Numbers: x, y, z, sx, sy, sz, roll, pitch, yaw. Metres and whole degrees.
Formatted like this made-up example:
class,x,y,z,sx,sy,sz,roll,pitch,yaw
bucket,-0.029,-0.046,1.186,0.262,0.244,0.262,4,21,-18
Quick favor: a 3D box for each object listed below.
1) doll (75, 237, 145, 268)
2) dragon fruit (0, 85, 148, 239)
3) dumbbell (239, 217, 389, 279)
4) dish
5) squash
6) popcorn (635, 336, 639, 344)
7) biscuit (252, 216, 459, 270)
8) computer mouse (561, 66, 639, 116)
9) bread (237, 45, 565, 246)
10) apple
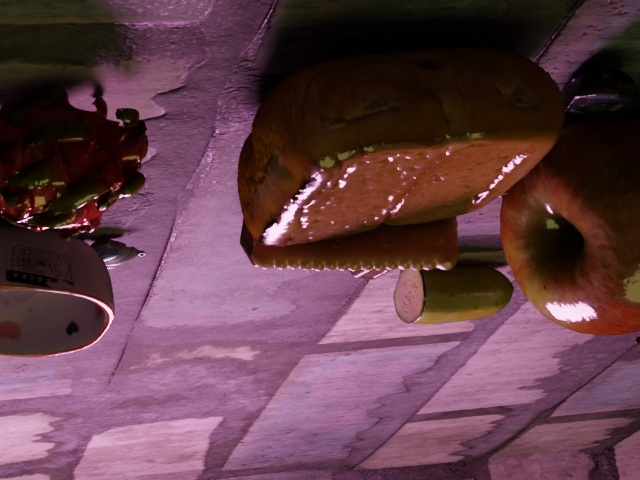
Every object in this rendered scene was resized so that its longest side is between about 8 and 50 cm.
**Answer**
class,x,y,z,sx,sy,sz,roll,pitch,yaw
doll,-0.289,0.017,2.232,0.114,0.039,0.057,3,125,-5
dragon fruit,-0.272,-0.084,1.811,0.172,0.166,0.160,4,120,-4
dumbbell,0.000,0.000,2.252,0.231,0.082,0.092,8,153,-39
dish,-0.386,0.054,2.151,0.256,0.117,0.256,-3,155,-2
squash,0.212,0.083,2.562,0.188,0.095,0.095,2,157,-29
popcorn,0.587,0.037,2.387,0.297,0.281,0.316,18,-176,39
biscuit,0.043,-0.028,2.056,0.250,0.160,0.030,1,137,2
computer mouse,0.326,-0.176,1.975,0.079,0.047,0.135,8,168,-11
bread,0.083,-0.116,1.882,0.328,0.148,0.337,-10,166,-15
apple,0.375,-0.023,2.102,0.250,0.277,0.309,-14,-171,-29
